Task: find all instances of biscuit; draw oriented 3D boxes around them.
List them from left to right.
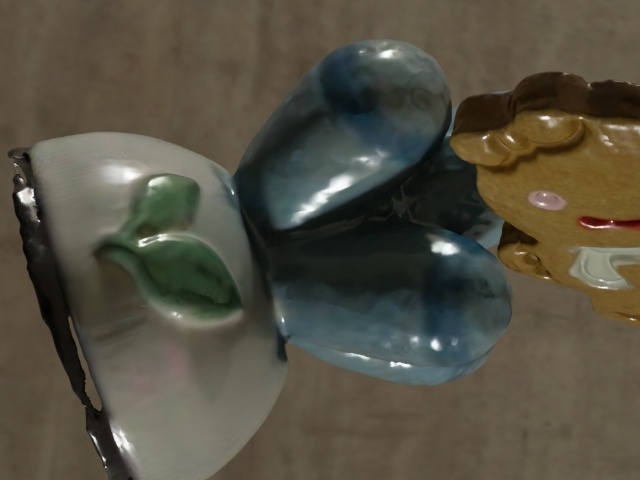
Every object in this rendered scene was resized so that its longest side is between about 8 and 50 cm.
[{"bbox_3d":[0.163,-0.010,0.841,0.184,0.249,0.035,-3,-117,28],"label":"biscuit"}]

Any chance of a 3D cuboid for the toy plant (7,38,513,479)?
[{"bbox_3d":[0.000,0.000,1.045,0.247,0.332,0.247,161,-90,-87],"label":"toy plant"}]
